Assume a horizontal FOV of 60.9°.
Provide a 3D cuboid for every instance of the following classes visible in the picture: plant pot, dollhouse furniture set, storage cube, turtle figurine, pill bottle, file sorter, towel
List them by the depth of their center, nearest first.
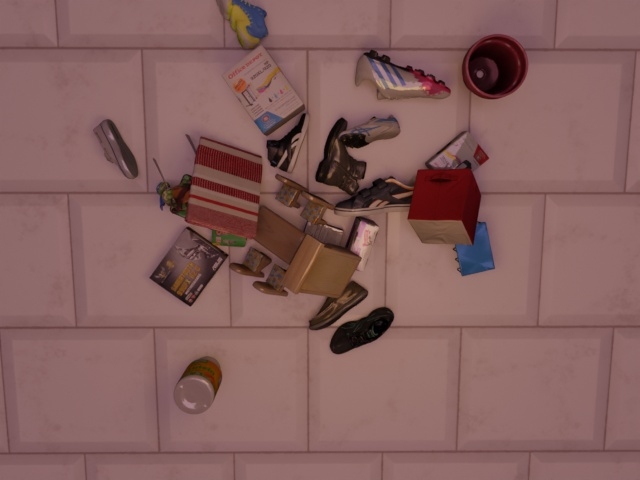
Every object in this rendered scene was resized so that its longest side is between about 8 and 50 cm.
[{"bbox_3d":[-0.107,0.014,1.769,0.394,0.257,0.361,34,99,32],"label":"dollhouse furniture set"},{"bbox_3d":[-0.314,-0.175,1.814,0.237,0.037,0.328,16,59,-25],"label":"towel"},{"bbox_3d":[0.561,-0.567,1.815,0.202,0.180,0.201,0,98,0],"label":"plant pot"},{"bbox_3d":[0.418,-0.108,1.815,0.184,0.215,0.193,3,65,29],"label":"storage cube"},{"bbox_3d":[-0.429,-0.179,1.831,0.267,0.198,0.274,26,105,5],"label":"turtle figurine"},{"bbox_3d":[-0.424,0.499,1.926,0.137,0.245,0.136,0,98,-1],"label":"pill bottle"},{"bbox_3d":[0.533,0.024,1.938,0.118,0.104,0.170,-13,98,2],"label":"file sorter"}]

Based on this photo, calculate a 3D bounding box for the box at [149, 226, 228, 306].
[{"bbox_3d":[-0.472,0.093,1.963,0.183,0.056,0.231,37,96,-6],"label":"box"}]

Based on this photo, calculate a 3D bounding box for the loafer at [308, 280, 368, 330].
[{"bbox_3d":[0.054,0.236,1.982,0.251,0.094,0.087,-35,72,-5],"label":"loafer"}]

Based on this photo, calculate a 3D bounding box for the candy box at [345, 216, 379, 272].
[{"bbox_3d":[0.136,0.007,1.886,0.070,0.196,0.164,19,97,-3],"label":"candy box"}]

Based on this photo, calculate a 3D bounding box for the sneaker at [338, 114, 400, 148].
[{"bbox_3d":[0.162,-0.376,1.867,0.238,0.085,0.086,-16,69,-23],"label":"sneaker"}]

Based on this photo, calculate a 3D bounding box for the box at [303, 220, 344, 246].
[{"bbox_3d":[0.000,0.000,1.946,0.137,0.072,0.126,18,97,-4],"label":"box"}]

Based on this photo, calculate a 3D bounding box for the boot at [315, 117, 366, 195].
[{"bbox_3d":[0.091,-0.293,1.915,0.161,0.083,0.246,17,98,-15],"label":"boot"}]

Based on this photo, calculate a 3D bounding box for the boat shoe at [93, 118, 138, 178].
[{"bbox_3d":[-0.715,-0.307,1.900,0.076,0.083,0.226,-26,86,15],"label":"boat shoe"}]

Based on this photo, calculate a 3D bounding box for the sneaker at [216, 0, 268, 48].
[{"bbox_3d":[-0.259,-0.771,1.838,0.126,0.091,0.240,-30,97,-15],"label":"sneaker"}]

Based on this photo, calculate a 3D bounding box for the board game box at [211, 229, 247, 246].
[{"bbox_3d":[-0.319,-0.108,1.940,0.124,0.039,0.259,4,95,0],"label":"board game box"}]

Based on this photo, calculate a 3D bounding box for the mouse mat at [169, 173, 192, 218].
[{"bbox_3d":[-0.430,-0.135,1.956,0.190,0.007,0.152,24,97,-5],"label":"mouse mat"}]

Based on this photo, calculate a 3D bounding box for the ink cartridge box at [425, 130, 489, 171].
[{"bbox_3d":[0.477,-0.278,1.910,0.175,0.072,0.127,-40,97,4],"label":"ink cartridge box"}]

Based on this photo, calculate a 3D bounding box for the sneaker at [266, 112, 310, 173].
[{"bbox_3d":[-0.121,-0.352,1.890,0.121,0.079,0.216,19,99,-5],"label":"sneaker"}]

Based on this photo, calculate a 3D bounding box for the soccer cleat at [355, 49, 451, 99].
[{"bbox_3d":[0.275,-0.531,1.865,0.332,0.116,0.143,22,113,-1],"label":"soccer cleat"}]

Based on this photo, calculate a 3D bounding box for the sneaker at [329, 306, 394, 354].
[{"bbox_3d":[0.148,0.332,1.980,0.268,0.106,0.101,-35,98,6],"label":"sneaker"}]

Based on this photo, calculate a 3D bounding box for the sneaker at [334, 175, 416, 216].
[{"bbox_3d":[0.201,-0.157,1.901,0.322,0.126,0.127,-7,103,-11],"label":"sneaker"}]

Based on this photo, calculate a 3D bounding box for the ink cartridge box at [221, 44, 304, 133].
[{"bbox_3d":[-0.186,-0.497,1.824,0.171,0.168,0.232,-35,96,5],"label":"ink cartridge box"}]
